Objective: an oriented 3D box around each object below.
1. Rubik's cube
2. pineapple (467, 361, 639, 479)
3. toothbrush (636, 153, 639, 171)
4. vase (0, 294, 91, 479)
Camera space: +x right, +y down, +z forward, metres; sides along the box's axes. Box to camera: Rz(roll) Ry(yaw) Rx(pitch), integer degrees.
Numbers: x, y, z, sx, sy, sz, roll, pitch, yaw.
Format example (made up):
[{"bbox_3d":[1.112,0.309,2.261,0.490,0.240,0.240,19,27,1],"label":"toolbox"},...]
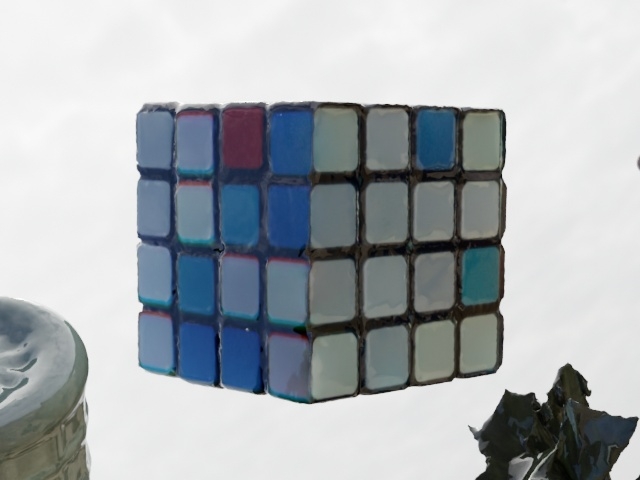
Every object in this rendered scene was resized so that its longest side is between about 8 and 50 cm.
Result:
[{"bbox_3d":[0.000,0.000,0.754,0.154,0.155,0.151,-5,8,-42],"label":"Rubik's cube"},{"bbox_3d":[0.196,0.216,0.843,0.130,0.277,0.119,-26,17,28],"label":"pineapple"},{"bbox_3d":[0.316,0.026,0.748,0.031,0.321,0.023,-16,-48,-58],"label":"toothbrush"},{"bbox_3d":[-0.157,0.175,0.677,0.143,0.143,0.298,-26,-50,-32],"label":"vase"}]
